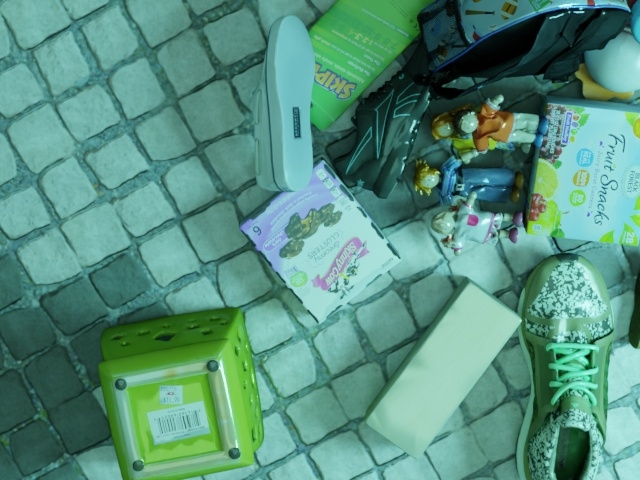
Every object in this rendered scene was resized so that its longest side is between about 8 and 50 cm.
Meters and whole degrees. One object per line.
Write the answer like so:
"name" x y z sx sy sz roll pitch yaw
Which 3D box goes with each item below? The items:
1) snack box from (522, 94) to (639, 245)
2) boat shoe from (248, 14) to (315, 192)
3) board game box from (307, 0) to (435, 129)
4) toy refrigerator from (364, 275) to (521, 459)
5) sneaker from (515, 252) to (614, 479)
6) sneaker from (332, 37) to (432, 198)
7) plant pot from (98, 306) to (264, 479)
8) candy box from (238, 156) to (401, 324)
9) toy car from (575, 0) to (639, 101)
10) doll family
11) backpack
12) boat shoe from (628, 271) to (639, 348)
"snack box" 0.407 -0.106 1.909 0.175 0.070 0.207 7 110 0
"boat shoe" -0.067 -0.200 1.858 0.084 0.095 0.258 1 88 39
"board game box" 0.050 -0.297 1.902 0.124 0.039 0.259 44 93 -7
"toy refrigerator" 0.188 0.195 1.959 0.102 0.094 0.269 35 96 0
"sneaker" 0.387 0.225 1.924 0.158 0.182 0.410 -2 99 -2
"sneaker" 0.109 -0.199 1.888 0.106 0.101 0.267 23 92 5
"plant pot" -0.209 0.241 1.893 0.228 0.207 0.227 -10 99 -2
"candy box" 0.000 0.000 1.929 0.165 0.070 0.196 -39 98 4
"toy car" 0.483 -0.287 1.867 0.210 0.219 0.238 22 131 -13
"doll family" 0.228 -0.113 1.914 0.163 0.118 0.262 5 117 -9
"backpack" 0.292 -0.328 1.764 0.277 0.263 0.213 -12 89 -30
"boat shoe" 0.521 0.097 1.975 0.048 0.056 0.153 5 100 -12
